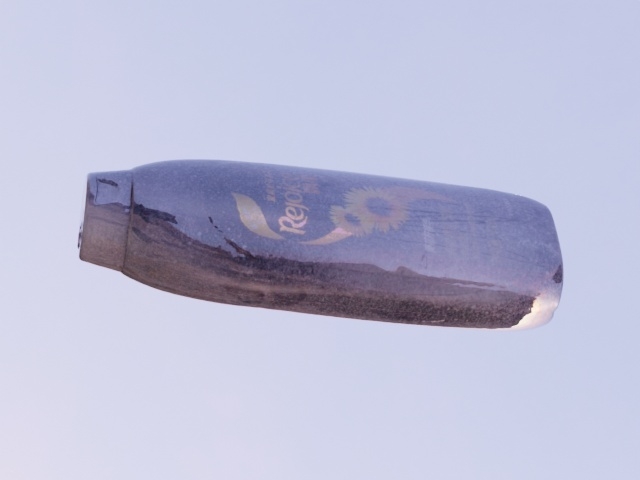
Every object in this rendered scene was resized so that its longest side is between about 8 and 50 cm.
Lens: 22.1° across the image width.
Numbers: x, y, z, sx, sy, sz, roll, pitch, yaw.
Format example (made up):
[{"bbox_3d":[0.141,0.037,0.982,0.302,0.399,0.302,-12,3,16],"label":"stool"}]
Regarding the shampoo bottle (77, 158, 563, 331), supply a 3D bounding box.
[{"bbox_3d":[0.000,0.000,0.804,0.087,0.233,0.049,-95,-165,-46],"label":"shampoo bottle"}]
